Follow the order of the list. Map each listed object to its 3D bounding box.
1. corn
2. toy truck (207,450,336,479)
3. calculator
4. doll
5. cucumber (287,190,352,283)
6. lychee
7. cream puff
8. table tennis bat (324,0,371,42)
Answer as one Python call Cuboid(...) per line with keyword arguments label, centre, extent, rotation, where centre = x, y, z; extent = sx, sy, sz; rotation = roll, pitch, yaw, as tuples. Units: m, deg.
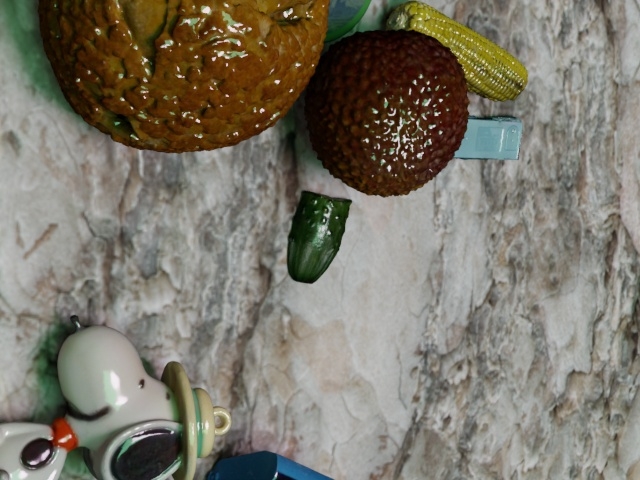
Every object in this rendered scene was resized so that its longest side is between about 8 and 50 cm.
Cuboid(label="corn", centre=(0.162, -0.218, 1.359), extent=(0.203, 0.072, 0.072), rotation=(21, 89, -33))
Cuboid(label="toy truck", centre=(-0.098, 0.412, 1.275), extent=(0.146, 0.175, 0.367), rotation=(32, 83, -30))
Cuboid(label="calculator", centre=(0.176, -0.127, 1.415), extent=(0.172, 0.018, 0.057), rotation=(-2, 100, -30))
Cuboid(label="doll", centre=(-0.246, 0.220, 1.186), extent=(0.208, 0.144, 0.271), rotation=(43, 74, -9))
Cuboid(label="cucumber", centre=(0.000, 0.000, 1.330), extent=(0.067, 0.035, 0.107), rotation=(12, 96, -33))
Cuboid(label="lychee", centre=(0.072, -0.139, 1.259), extent=(0.194, 0.194, 0.194), rotation=(-7, 103, -29))
Cuboid(label="cream puff", centre=(-0.118, -0.228, 1.107), extent=(0.303, 0.212, 0.303), rotation=(-5, 102, -24))
Cuboid(label="table tennis bat", centre=(-0.007, -0.342, 1.255), extent=(0.160, 0.039, 0.257), rotation=(-10, 107, -28))
